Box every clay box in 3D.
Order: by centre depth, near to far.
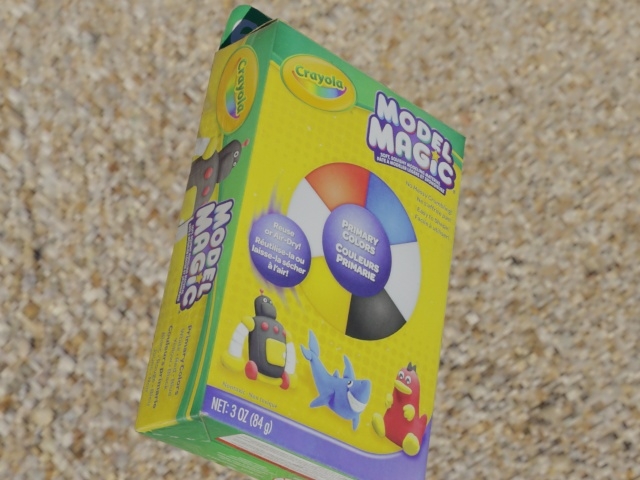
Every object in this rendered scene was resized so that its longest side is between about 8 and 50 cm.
[{"bbox_3d":[0.000,0.000,0.652,0.127,0.053,0.222,28,60,-34],"label":"clay box"}]
